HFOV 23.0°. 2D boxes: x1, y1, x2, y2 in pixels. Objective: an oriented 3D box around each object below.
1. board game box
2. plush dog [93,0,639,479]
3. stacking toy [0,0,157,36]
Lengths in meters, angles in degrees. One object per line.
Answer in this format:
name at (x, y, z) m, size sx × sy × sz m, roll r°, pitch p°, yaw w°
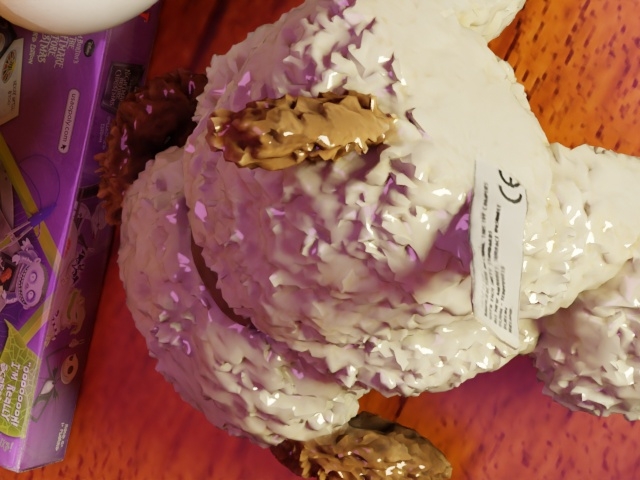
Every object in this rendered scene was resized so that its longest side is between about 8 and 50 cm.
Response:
board game box at (-0.188, -0.081, 0.789) m, size 0.208 × 0.056 × 0.346 m, roll 17°, pitch 97°, yaw 27°
plush dog at (0.000, 0.000, 0.647) m, size 0.225 × 0.211 × 0.262 m, roll -45°, pitch 70°, yaw 45°
stacking toy at (-0.265, -0.079, 0.679) m, size 0.480 × 0.350 × 0.350 m, roll -27°, pitch 79°, yaw 3°
